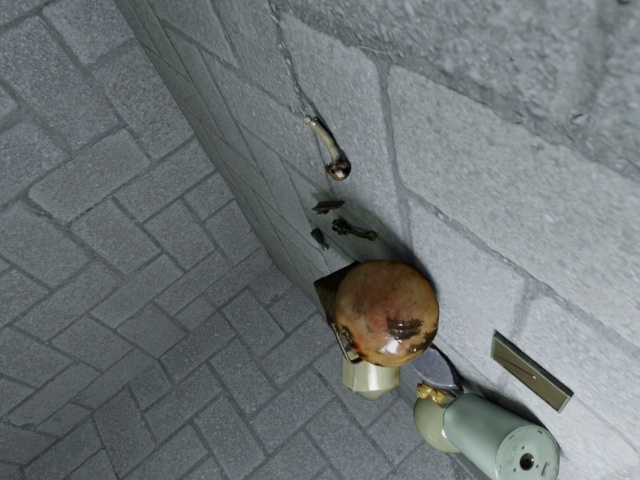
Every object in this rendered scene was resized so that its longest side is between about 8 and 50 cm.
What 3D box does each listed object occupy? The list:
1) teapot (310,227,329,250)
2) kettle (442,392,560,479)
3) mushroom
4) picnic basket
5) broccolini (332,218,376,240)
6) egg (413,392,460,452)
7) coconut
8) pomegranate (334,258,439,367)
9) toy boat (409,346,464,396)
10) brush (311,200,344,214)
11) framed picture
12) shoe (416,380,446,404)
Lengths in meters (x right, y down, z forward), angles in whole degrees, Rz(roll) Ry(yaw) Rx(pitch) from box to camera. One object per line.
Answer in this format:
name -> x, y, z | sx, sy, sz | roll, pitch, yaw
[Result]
teapot -> 0.000, 0.000, 1.895 | 0.043, 0.043, 0.110 | 35, 163, 52
kettle -> 0.564, 0.611, 1.377 | 0.318, 0.265, 0.205 | 167, 96, -77
mushroom -> 0.015, -0.231, 1.105 | 0.187, 0.060, 0.061 | 59, 165, -23
picnic basket -> 0.149, 0.253, 1.579 | 0.321, 0.254, 0.291 | 66, 164, -16
broccolini -> 0.110, -0.036, 1.428 | 0.254, 0.071, 0.057 | 11, 98, 62
egg -> 0.506, 0.746, 1.849 | 0.269, 0.219, 0.219 | 29, 155, 49
coconut -> 0.243, 0.623, 2.185 | 0.323, 0.323, 0.323 | 48, 168, 14
pomegranate -> 0.183, 0.202, 1.267 | 0.322, 0.322, 0.322 | 48, 168, 14
toy boat -> 0.434, 0.487, 1.660 | 0.293, 0.111, 0.276 | 44, 174, -38
brush -> 0.027, -0.108, 1.473 | 0.036, 0.043, 0.248 | 46, 169, -14
framed picture -> 0.499, 0.320, 1.076 | 0.203, 0.015, 0.150 | 41, 165, 36
shoe -> 0.419, 0.575, 1.683 | 0.109, 0.069, 0.072 | 22, 177, -22
